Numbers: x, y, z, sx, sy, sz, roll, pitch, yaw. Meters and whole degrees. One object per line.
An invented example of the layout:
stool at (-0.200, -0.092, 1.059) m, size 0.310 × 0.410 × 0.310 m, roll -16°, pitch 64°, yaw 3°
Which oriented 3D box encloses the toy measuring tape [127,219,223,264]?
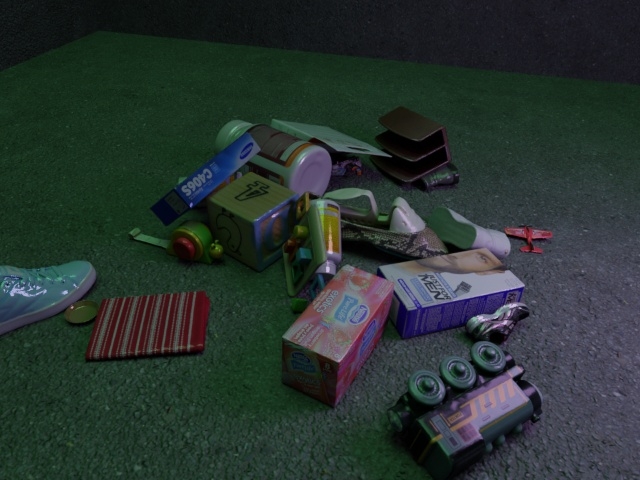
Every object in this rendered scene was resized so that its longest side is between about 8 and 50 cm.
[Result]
toy measuring tape at (-0.432, -0.018, 1.524) m, size 0.330 × 0.121 × 0.121 m, roll 16°, pitch 37°, yaw 18°

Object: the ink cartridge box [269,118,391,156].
ink cartridge box at (0.032, -0.357, 1.965) m, size 0.308 × 0.091 × 0.385 m, roll -3°, pitch 28°, yaw -44°

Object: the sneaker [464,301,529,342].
sneaker at (0.456, 0.219, 1.302) m, size 0.178 × 0.072 × 0.077 m, roll -18°, pitch 51°, yaw -14°

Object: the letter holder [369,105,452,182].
letter holder at (0.315, -0.368, 1.975) m, size 0.214 × 0.152 × 0.302 m, roll -29°, pitch 36°, yaw -9°

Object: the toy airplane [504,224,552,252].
toy airplane at (0.670, -0.005, 1.651) m, size 0.151 × 0.028 × 0.151 m, roll 1°, pitch 35°, yaw 0°

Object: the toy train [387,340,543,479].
toy train at (0.302, 0.341, 1.060) m, size 0.334 × 0.142 × 0.190 m, roll -16°, pitch 51°, yaw -27°

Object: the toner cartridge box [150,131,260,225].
toner cartridge box at (-0.339, -0.189, 1.551) m, size 0.165 × 0.075 × 0.348 m, roll -23°, pitch 21°, yaw 45°

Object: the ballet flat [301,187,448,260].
ballet flat at (0.155, -0.061, 1.560) m, size 0.483 × 0.182 × 0.164 m, roll 12°, pitch 29°, yaw 13°

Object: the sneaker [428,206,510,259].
sneaker at (0.462, -0.014, 1.607) m, size 0.169 × 0.108 × 0.292 m, roll 18°, pitch 14°, yaw -21°

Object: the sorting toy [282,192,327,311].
sorting toy at (-0.057, 0.028, 1.379) m, size 0.047 × 0.196 × 0.347 m, roll 10°, pitch 52°, yaw -27°

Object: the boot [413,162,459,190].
boot at (0.413, -0.280, 1.984) m, size 0.161 × 0.083 × 0.246 m, roll -11°, pitch 36°, yaw -8°

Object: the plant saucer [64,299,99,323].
plant saucer at (-0.603, 0.185, 1.311) m, size 0.083 × 0.015 × 0.083 m, roll 1°, pitch 36°, yaw -1°

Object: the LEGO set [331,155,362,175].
LEGO set at (0.053, -0.273, 1.990) m, size 0.244 × 0.060 × 0.182 m, roll 2°, pitch 34°, yaw 19°

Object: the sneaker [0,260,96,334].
sneaker at (-0.740, 0.118, 1.280) m, size 0.135 × 0.150 × 0.366 m, roll 29°, pitch 43°, yaw 31°

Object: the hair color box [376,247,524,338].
hair color box at (0.337, 0.132, 1.371) m, size 0.339 × 0.110 × 0.185 m, roll -8°, pitch 36°, yaw -17°

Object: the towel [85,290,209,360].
towel at (-0.417, 0.209, 1.277) m, size 0.275 × 0.031 × 0.199 m, roll -4°, pitch 38°, yaw -6°

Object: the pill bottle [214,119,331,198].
pill bottle at (-0.175, -0.280, 1.817) m, size 0.392 × 0.224 × 0.224 m, roll 28°, pitch 42°, yaw 30°

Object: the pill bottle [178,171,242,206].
pill bottle at (-0.367, -0.172, 1.741) m, size 0.208 × 0.117 × 0.117 m, roll -2°, pitch 36°, yaw -6°

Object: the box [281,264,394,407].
box at (0.046, 0.209, 1.201) m, size 0.142 × 0.154 × 0.300 m, roll 19°, pitch 38°, yaw 22°

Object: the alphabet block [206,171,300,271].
alphabet block at (-0.193, -0.060, 1.528) m, size 0.197 × 0.192 × 0.193 m, roll 26°, pitch 43°, yaw 30°

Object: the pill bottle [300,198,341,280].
pill bottle at (0.000, 0.000, 1.461) m, size 0.117 × 0.117 × 0.215 m, roll 1°, pitch 70°, yaw -3°
